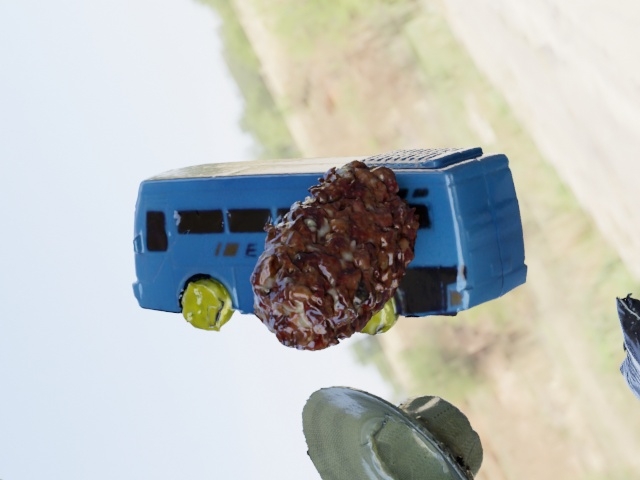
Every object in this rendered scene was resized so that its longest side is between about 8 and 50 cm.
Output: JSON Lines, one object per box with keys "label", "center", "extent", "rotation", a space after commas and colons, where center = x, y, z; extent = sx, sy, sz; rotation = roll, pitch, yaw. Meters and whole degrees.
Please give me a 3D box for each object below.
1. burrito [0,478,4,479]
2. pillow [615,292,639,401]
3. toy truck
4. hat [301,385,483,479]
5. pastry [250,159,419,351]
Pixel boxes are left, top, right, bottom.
{"label": "burrito", "center": [-0.290, 0.289, 1.829], "extent": [0.226, 0.087, 0.060], "rotation": [27, -177, -13]}
{"label": "pillow", "center": [0.283, 0.119, 1.446], "extent": [0.141, 0.055, 0.208], "rotation": [44, 175, 20]}
{"label": "toy truck", "center": [0.000, 0.000, 1.779], "extent": [0.161, 0.385, 0.162], "rotation": [-17, -77, -56]}
{"label": "hat", "center": [0.106, 0.220, 1.897], "extent": [0.252, 0.110, 0.252], "rotation": [32, 145, 26]}
{"label": "pastry", "center": [0.011, 0.017, 1.576], "extent": [0.115, 0.097, 0.208], "rotation": [29, -138, 8]}
